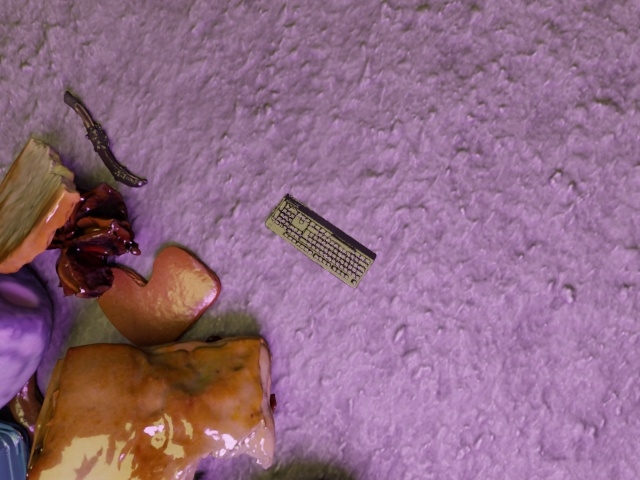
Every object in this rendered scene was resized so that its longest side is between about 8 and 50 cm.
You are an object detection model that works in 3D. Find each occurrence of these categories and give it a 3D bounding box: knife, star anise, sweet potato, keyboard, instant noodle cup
[{"bbox_3d":[-0.403,-0.178,0.744,0.045,0.021,0.222,-40,90,3],"label":"knife"},{"bbox_3d":[-0.393,0.008,0.687,0.190,0.126,0.220,-38,63,3],"label":"star anise"},{"bbox_3d":[-0.528,0.281,0.729,0.053,0.053,0.182,-24,83,42],"label":"sweet potato"},{"bbox_3d":[0.000,0.000,0.710,0.196,0.015,0.074,35,91,4],"label":"keyboard"},{"bbox_3d":[-0.590,0.389,0.696,0.178,0.070,0.157,5,100,16],"label":"instant noodle cup"}]

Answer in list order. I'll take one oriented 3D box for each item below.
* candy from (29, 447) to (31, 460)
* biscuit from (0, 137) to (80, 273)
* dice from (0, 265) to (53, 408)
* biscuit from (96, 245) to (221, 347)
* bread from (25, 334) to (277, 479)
[{"bbox_3d":[-0.501,0.461,0.727,0.055,0.049,0.185,-35,76,47],"label":"candy"},{"bbox_3d":[-0.479,-0.049,0.658,0.308,0.040,0.205,33,88,42],"label":"biscuit"},{"bbox_3d":[-0.623,0.141,0.610,0.270,0.271,0.270,40,90,17],"label":"dice"},{"bbox_3d":[-0.296,0.088,0.722,0.192,0.036,0.186,-45,84,1],"label":"biscuit"},{"bbox_3d":[-0.251,0.291,0.589,0.369,0.192,0.315,-2,63,-2],"label":"bread"}]
